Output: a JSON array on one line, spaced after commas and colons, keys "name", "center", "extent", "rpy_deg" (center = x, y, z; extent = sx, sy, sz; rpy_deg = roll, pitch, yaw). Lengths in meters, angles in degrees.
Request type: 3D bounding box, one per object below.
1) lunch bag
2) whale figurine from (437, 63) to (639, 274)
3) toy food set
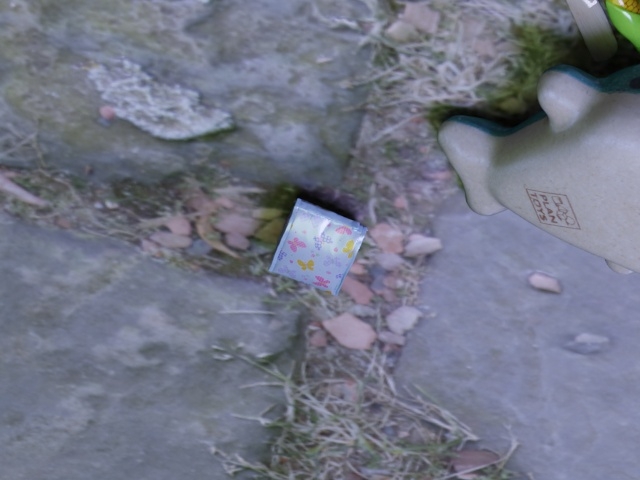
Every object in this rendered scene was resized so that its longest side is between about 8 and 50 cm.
[{"name": "lunch bag", "center": [0.000, 0.000, 1.768], "extent": [0.071, 0.053, 0.083], "rpy_deg": [20, 141, -3]}, {"name": "whale figurine", "center": [0.233, -0.070, 1.629], "extent": [0.272, 0.141, 0.216], "rpy_deg": [5, 137, 40]}, {"name": "toy food set", "center": [0.280, -0.201, 1.543], "extent": [0.192, 0.038, 0.132], "rpy_deg": [-17, 125, 24]}]
